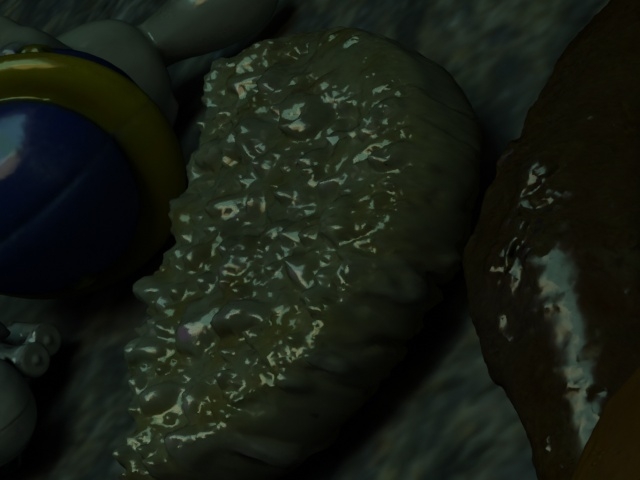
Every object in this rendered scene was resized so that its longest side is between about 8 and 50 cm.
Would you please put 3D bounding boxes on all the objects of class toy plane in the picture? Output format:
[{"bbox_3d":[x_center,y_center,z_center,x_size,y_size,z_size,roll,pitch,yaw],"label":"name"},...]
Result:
[{"bbox_3d":[-0.223,0.106,1.134,0.174,0.080,0.174,-27,20,11],"label":"toy plane"}]

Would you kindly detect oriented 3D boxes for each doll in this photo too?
[{"bbox_3d":[-0.193,-0.056,1.200,0.311,0.159,0.242,-31,35,35],"label":"doll"}]

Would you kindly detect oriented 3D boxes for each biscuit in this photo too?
[{"bbox_3d":[0.000,0.000,0.957,0.179,0.084,0.281,-18,44,36],"label":"biscuit"}]

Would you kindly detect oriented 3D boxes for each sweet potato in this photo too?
[{"bbox_3d":[0.116,-0.004,0.793,0.114,0.092,0.341,-4,51,30],"label":"sweet potato"}]

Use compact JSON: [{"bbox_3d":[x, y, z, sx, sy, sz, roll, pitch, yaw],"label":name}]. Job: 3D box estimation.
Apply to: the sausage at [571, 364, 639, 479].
[{"bbox_3d":[0.222,0.020,0.603,0.354,0.116,0.134,-37,46,26],"label":"sausage"}]
